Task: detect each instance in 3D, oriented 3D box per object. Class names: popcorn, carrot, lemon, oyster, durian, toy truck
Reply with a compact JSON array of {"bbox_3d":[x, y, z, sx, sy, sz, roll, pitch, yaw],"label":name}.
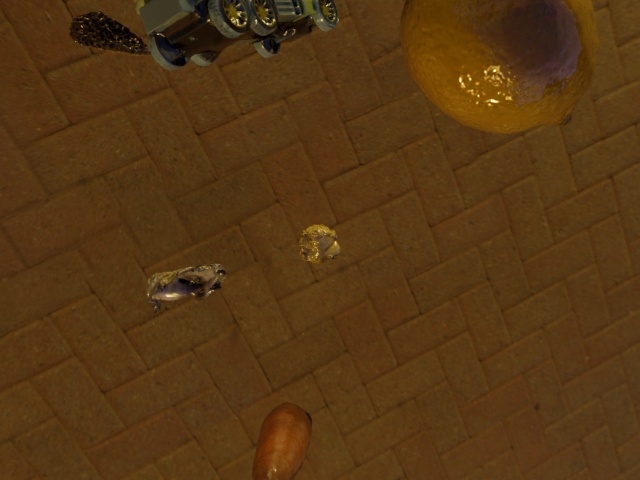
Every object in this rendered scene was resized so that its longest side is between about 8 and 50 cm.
[{"bbox_3d":[0.000,0.000,0.986,0.084,0.084,0.084,-4,104,-17],"label":"popcorn"},{"bbox_3d":[-0.051,0.254,0.620,0.072,0.205,0.072,0,87,4],"label":"carrot"},{"bbox_3d":[0.192,-0.217,0.565,0.257,0.188,0.188,38,89,-12],"label":"lemon"},{"bbox_3d":[-0.214,0.058,0.748,0.106,0.200,0.061,18,62,-53],"label":"oyster"},{"bbox_3d":[-0.305,-0.287,0.751,0.131,0.066,0.052,14,74,-2],"label":"durian"},{"bbox_3d":[-0.072,-0.216,0.429,0.191,0.085,0.116,-34,110,-50],"label":"toy truck"}]
